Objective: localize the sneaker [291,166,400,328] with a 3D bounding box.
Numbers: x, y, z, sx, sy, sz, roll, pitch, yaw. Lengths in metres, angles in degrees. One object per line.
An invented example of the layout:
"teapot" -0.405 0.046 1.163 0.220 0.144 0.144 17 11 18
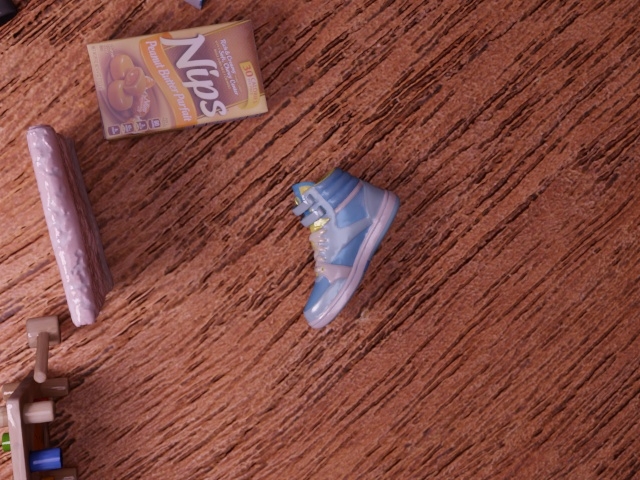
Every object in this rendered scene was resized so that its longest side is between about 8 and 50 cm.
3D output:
"sneaker" 0.000 0.000 1.658 0.208 0.127 0.319 31 79 -12

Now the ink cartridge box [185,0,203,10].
"ink cartridge box" -0.221 -0.517 1.602 0.052 0.088 0.123 29 89 -10

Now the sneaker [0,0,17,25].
"sneaker" -0.714 -0.426 1.527 0.270 0.090 0.145 -30 97 -10

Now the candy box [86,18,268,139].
"candy box" -0.274 -0.308 1.607 0.316 0.087 0.183 -11 95 -8

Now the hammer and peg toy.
"hammer and peg toy" -0.534 0.331 1.515 0.127 0.266 0.362 -5 95 -9

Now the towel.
"towel" -0.441 -0.034 1.482 0.053 0.317 0.332 -14 97 -8
